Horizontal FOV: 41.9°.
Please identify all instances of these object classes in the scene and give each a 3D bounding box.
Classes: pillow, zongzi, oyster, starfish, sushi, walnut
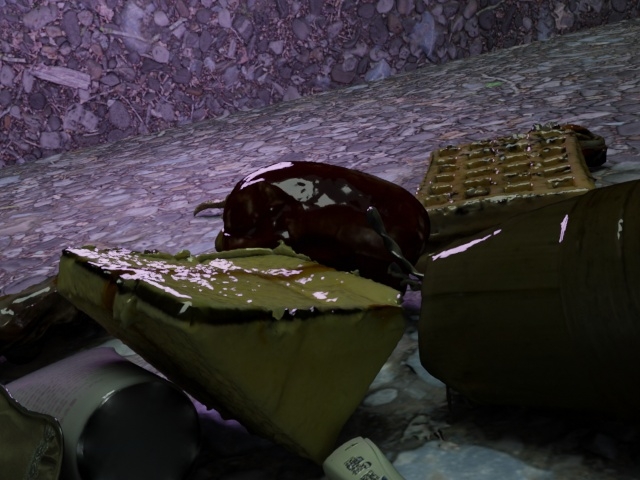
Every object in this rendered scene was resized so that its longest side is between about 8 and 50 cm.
[{"bbox_3d":[-0.283,0.203,0.761,0.033,0.130,0.217,14,-2,-38],"label":"pillow"},{"bbox_3d":[0.347,0.078,0.805,0.467,0.218,0.500,14,-18,-38],"label":"zongzi"},{"bbox_3d":[-0.388,0.100,1.172,0.221,0.096,0.361,-2,19,40],"label":"oyster"},{"bbox_3d":[-0.120,-0.090,1.675,0.277,0.062,0.236,-10,12,18],"label":"starfish"},{"bbox_3d":[0.390,-0.157,1.471,0.226,0.097,0.103,-13,15,-11],"label":"sushi"},{"bbox_3d":[0.000,0.000,1.060,0.269,0.222,0.244,6,27,3],"label":"walnut"}]

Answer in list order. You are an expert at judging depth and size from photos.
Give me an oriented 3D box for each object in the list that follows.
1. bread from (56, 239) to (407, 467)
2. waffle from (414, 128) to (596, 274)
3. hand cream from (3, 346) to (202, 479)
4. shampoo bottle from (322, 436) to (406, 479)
[{"bbox_3d":[-0.088,0.053,0.784,0.263,0.236,0.198,14,69,48],"label":"bread"},{"bbox_3d":[0.270,-0.064,1.249,0.261,0.114,0.376,-9,18,15],"label":"waffle"},{"bbox_3d":[-0.244,0.174,0.861,0.185,0.118,0.358,-25,15,-29],"label":"hand cream"},{"bbox_3d":[0.054,0.205,0.678,0.049,0.034,0.141,-13,19,-25],"label":"shampoo bottle"}]
